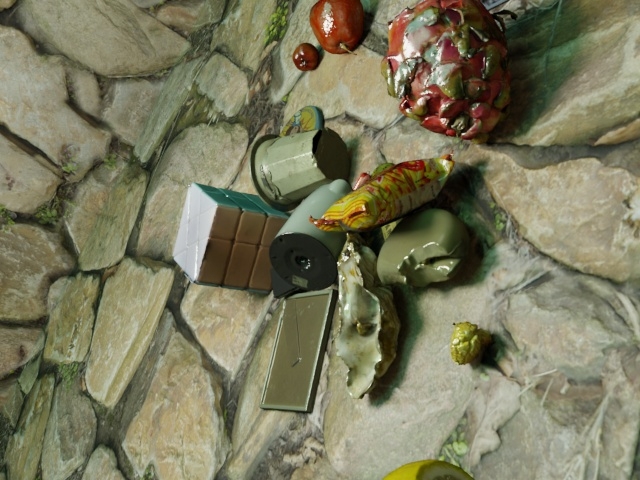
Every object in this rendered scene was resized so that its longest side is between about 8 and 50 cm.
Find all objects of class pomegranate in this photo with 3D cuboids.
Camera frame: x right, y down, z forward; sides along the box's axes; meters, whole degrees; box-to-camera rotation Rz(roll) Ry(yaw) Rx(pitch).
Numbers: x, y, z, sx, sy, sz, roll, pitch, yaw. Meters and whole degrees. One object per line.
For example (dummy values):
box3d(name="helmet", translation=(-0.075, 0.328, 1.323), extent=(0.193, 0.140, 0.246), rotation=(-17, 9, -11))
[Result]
box3d(name="pomegranate", translation=(0.154, -0.134, 1.769), extent=(0.073, 0.073, 0.084), rotation=(-46, 52, 30))

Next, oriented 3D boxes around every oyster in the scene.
box3d(name="oyster", translation=(0.098, 0.145, 1.614), extent=(0.166, 0.110, 0.341), rotation=(-42, 47, 47))

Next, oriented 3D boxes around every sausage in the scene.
box3d(name="sausage", translation=(0.086, -0.111, 1.886), extent=(0.129, 0.034, 0.034), rotation=(-61, 31, 7))

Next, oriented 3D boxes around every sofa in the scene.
box3d(name="sofa", translation=(-0.058, 0.090, 1.958), extent=(0.147, 0.060, 0.085), rotation=(-29, 59, 43))

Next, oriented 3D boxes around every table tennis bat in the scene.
box3d(name="table tennis bat", translation=(-0.083, -0.235, 2.224), extent=(0.215, 0.044, 0.328), rotation=(2, 69, 56))

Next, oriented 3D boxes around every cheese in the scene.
box3d(name="cheese", translation=(0.208, 0.015, 1.527), extent=(0.175, 0.091, 0.203), rotation=(-55, 26, -20))

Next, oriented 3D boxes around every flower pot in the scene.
box3d(name="flower pot", translation=(-0.047, -0.200, 1.999), extent=(0.203, 0.212, 0.212), rotation=(-18, 55, 42))

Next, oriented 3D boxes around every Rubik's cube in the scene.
box3d(name="Rubik's cube", translation=(-0.244, -0.007, 2.095), extent=(0.231, 0.225, 0.221), rotation=(36, 113, 57))

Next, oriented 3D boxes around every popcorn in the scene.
box3d(name="popcorn", translation=(0.270, 0.182, 1.388), extent=(0.084, 0.084, 0.084), rotation=(-35, 43, 41))

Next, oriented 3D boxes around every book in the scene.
box3d(name="book", translation=(0.121, 0.026, 1.750), extent=(0.228, 0.024, 0.160), rotation=(-47, 33, 29))

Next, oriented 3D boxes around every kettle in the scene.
box3d(name="kettle", translation=(0.000, 0.000, 1.785), extent=(0.236, 0.161, 0.221), rotation=(-60, -17, -46))

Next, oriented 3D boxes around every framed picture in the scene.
box3d(name="framed picture", translation=(-0.057, 0.262, 1.866), extent=(0.211, 0.020, 0.289), rotation=(-13, 60, 53))

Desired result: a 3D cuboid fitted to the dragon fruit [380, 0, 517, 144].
box3d(name="dragon fruit", translation=(0.271, -0.331, 1.567), extent=(0.250, 0.269, 0.291), rotation=(-28, 82, 36))

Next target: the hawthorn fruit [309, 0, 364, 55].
box3d(name="hawthorn fruit", translation=(0.052, -0.581, 2.168), extent=(0.163, 0.163, 0.203), rotation=(-22, 70, 49))

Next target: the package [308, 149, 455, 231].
box3d(name="package", translation=(0.136, -0.085, 1.592), extent=(0.288, 0.108, 0.223), rotation=(-30, 3, -22))

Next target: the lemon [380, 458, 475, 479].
box3d(name="lemon", translation=(0.155, 0.473, 1.195), extent=(0.219, 0.241, 0.240), rotation=(-51, 34, 29))

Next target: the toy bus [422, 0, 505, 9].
box3d(name="toy bus", translation=(0.371, -0.578, 1.666), extent=(0.330, 0.136, 0.108), rotation=(-14, 60, 53))

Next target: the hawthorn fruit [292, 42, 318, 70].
box3d(name="hawthorn fruit", translation=(-0.042, -0.553, 2.340), extent=(0.081, 0.081, 0.093), rotation=(-42, 24, 34))
